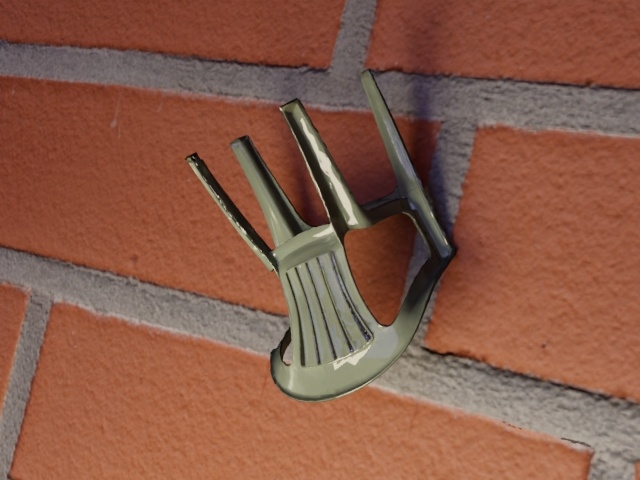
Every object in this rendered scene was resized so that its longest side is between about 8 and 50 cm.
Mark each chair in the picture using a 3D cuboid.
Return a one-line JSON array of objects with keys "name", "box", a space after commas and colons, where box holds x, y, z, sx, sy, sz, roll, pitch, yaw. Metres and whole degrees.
[{"name": "chair", "box": [0.000, 0.000, 1.216, 0.203, 0.190, 0.274, -27, 92, 30]}]
